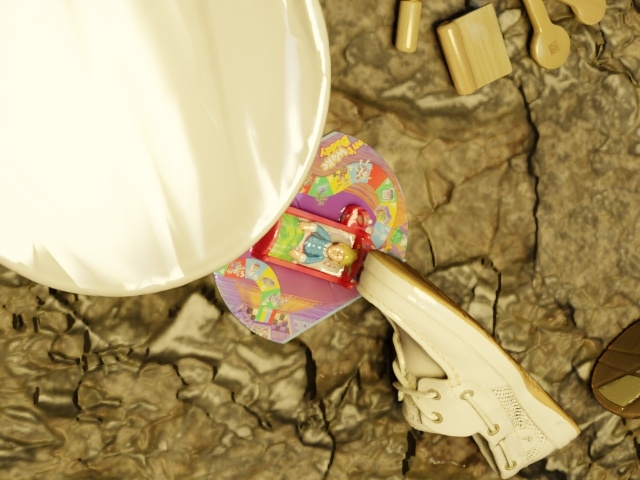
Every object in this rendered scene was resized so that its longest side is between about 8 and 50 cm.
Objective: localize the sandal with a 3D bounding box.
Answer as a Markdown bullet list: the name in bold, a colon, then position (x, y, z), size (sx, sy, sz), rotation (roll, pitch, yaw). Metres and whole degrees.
- **sandal**: position (0.336, 0.089, 1.152), size (0.219, 0.090, 0.060), rotation (-41, 138, -21)

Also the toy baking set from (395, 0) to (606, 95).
- **toy baking set**: position (0.143, -0.242, 1.000), size (0.197, 0.030, 0.256), rotation (-5, 104, -29)

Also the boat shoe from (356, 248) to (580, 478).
- **boat shoe**: position (0.104, 0.112, 1.011), size (0.096, 0.098, 0.277), rotation (-45, 126, 2)

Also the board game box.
- **board game box**: position (0.000, 0.000, 0.977), size (0.169, 0.033, 0.133), rotation (-30, 113, -19)

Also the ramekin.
- **ramekin**: position (-0.139, -0.106, 0.829), size (0.273, 0.127, 0.273), rotation (-6, 104, -25)
